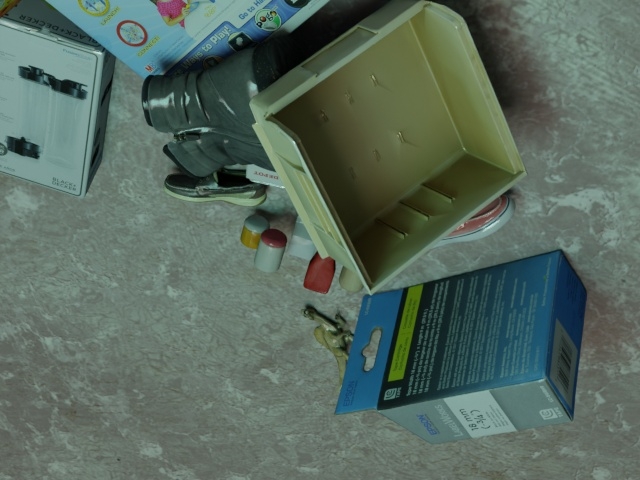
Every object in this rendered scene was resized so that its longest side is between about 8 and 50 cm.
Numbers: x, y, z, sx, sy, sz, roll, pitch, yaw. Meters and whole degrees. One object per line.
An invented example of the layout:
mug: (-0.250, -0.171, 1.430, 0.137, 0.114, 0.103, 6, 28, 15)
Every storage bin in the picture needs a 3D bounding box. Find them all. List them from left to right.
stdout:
storage bin: (0.083, -0.124, 1.723, 0.123, 0.262, 0.260, 33, 155, 54)

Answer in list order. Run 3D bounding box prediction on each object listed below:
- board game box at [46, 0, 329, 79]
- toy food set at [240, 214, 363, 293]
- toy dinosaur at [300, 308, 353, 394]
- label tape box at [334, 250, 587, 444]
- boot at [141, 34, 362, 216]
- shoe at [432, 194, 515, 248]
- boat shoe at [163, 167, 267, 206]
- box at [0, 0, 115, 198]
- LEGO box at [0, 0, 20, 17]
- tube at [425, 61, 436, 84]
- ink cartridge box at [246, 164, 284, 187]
board game box: (-0.179, -0.345, 1.760, 0.302, 0.086, 0.308, 39, 133, -21)
toy food set: (0.000, 0.000, 2.041, 0.232, 0.111, 0.104, 18, 125, 1)
toy dinosaur: (0.032, 0.169, 2.252, 0.093, 0.053, 0.183, 2, 129, 37)
label tape box: (0.208, 0.166, 2.045, 0.334, 0.240, 0.106, -14, 130, 30)
boot: (-0.072, -0.118, 1.853, 0.223, 0.118, 0.338, -14, 126, 27)
shoe: (0.180, -0.042, 1.969, 0.178, 0.063, 0.081, -17, 132, 36)
boat shoe: (-0.153, -0.086, 2.042, 0.152, 0.056, 0.049, 4, 131, 0)
box: (-0.382, -0.206, 1.964, 0.169, 0.087, 0.290, 17, 137, 1)
LEGO box: (-0.388, -0.490, 1.367, 0.500, 0.372, 0.193, 46, 151, -8)
tube: (0.113, -0.174, 1.864, 0.062, 0.070, 0.240, 43, 139, 28)
ink cartridge box: (-0.048, -0.141, 1.946, 0.099, 0.056, 0.135, 13, 136, 5)
